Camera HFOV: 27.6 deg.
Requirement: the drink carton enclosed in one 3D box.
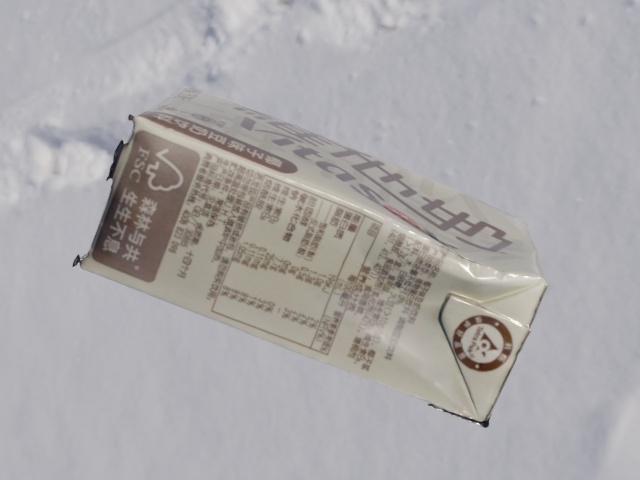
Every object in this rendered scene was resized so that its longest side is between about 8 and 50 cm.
[{"bbox_3d":[-0.001,0.000,1.007,0.194,0.325,0.132,-74,6,-75],"label":"drink carton"}]
